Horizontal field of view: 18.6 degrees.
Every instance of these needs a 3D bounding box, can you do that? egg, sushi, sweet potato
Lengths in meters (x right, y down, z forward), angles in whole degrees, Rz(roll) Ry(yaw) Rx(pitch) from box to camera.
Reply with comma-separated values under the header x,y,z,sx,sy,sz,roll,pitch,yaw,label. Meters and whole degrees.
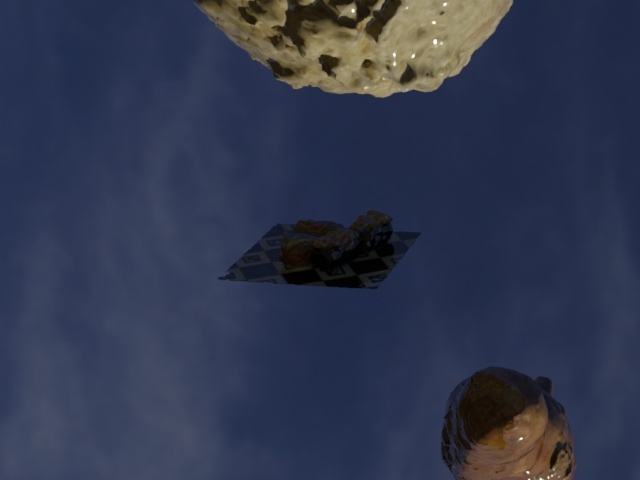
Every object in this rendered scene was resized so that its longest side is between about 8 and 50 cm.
x,y,z,sx,sy,sz,roll,pitch,yaw,label
0.012,-0.105,0.623,0.116,0.140,0.118,21,-79,38,egg
0.000,0.000,1.479,0.126,0.120,0.026,3,-67,20,sushi
0.132,0.144,1.365,0.095,0.354,0.106,17,-92,11,sweet potato
